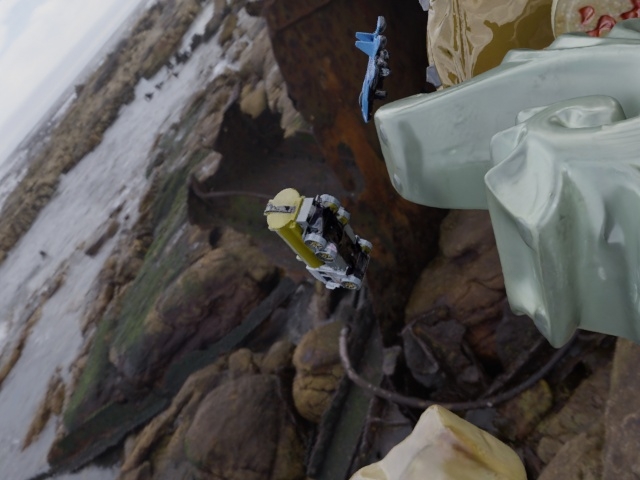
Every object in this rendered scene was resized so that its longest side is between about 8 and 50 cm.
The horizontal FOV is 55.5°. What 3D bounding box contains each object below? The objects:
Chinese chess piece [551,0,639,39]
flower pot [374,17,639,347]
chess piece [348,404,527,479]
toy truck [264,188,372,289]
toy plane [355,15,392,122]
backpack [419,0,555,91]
[{"bbox_3d":[0.468,-0.330,0.858,0.270,0.270,0.112,-7,45,55],"label":"Chinese chess piece"},{"bbox_3d":[0.214,-0.077,0.501,0.254,0.164,0.367,-23,28,-4],"label":"flower pot"},{"bbox_3d":[0.146,0.223,0.384,0.137,0.301,0.137,-58,8,13],"label":"chess piece"},{"bbox_3d":[0.000,0.000,0.585,0.063,0.123,0.052,2,60,32],"label":"toy truck"},{"bbox_3d":[0.124,-0.373,1.397,0.078,0.246,0.169,-2,45,6],"label":"toy plane"},{"bbox_3d":[0.386,-0.399,1.176,0.201,0.378,0.353,-126,34,-76],"label":"backpack"}]
